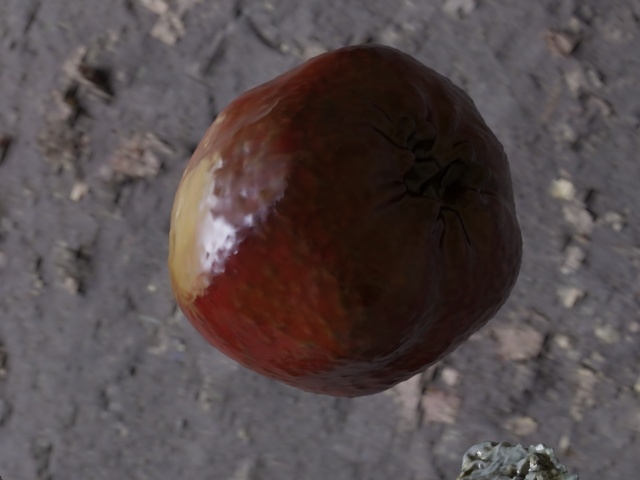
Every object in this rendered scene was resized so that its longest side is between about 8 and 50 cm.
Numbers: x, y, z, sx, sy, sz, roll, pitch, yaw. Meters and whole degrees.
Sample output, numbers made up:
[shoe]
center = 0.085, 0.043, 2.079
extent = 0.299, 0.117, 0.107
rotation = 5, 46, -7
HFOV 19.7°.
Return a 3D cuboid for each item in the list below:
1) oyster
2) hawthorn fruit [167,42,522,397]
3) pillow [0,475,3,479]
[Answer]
[oyster]
center = 0.080, 0.118, 0.828
extent = 0.098, 0.037, 0.100
rotation = -57, 8, -32
[hawthorn fruit]
center = 0.000, 0.000, 1.101
extent = 0.253, 0.205, 0.205
rotation = -34, 60, 51
[pillow]
center = -0.234, 0.237, 1.264
extent = 0.126, 0.232, 0.043
rotation = -45, 30, -21
